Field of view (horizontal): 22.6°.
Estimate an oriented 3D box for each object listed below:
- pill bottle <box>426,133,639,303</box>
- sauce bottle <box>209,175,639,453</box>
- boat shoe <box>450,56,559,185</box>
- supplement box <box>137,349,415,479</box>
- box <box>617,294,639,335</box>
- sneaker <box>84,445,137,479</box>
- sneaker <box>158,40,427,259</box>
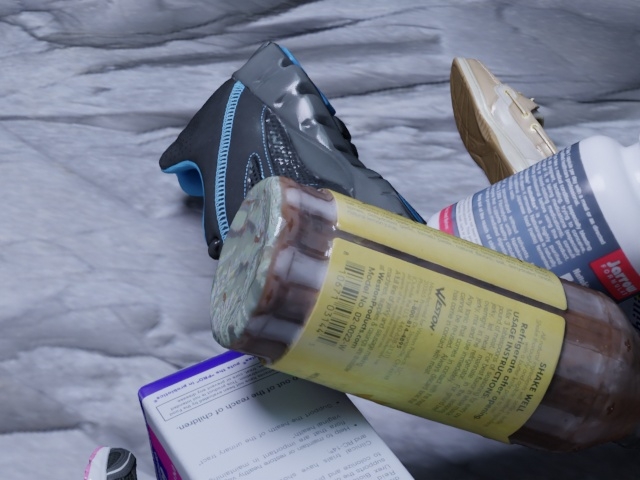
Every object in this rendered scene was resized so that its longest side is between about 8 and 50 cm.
[{"bbox_3d":[0.170,-0.006,1.042,0.180,0.108,0.108,-27,34,19],"label":"pill bottle"},{"bbox_3d":[0.106,0.065,0.957,0.344,0.111,0.111,21,35,-18],"label":"sauce bottle"},{"bbox_3d":[0.152,-0.087,1.281,0.059,0.063,0.170,-12,49,-12],"label":"boat shoe"},{"bbox_3d":[-0.009,0.169,0.936,0.114,0.111,0.220,-22,41,-20],"label":"supplement box"},{"bbox_3d":[0.285,0.031,1.105,0.137,0.072,0.126,30,51,35],"label":"box"},{"bbox_3d":[-0.103,0.203,0.954,0.077,0.072,0.178,0,46,-12],"label":"sneaker"},{"bbox_3d":[0.000,0.000,1.170,0.139,0.125,0.341,-39,46,3],"label":"sneaker"}]
